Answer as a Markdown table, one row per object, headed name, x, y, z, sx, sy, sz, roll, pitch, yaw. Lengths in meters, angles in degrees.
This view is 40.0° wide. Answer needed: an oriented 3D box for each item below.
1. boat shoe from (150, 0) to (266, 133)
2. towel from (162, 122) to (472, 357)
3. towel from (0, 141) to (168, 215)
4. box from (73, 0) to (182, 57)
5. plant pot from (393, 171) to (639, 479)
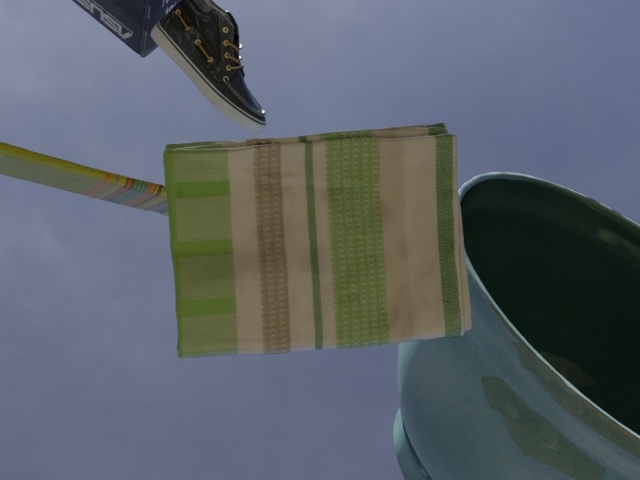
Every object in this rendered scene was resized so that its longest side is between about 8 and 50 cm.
| name | x | y | z | sx | sy | sz | roll | pitch | yaw |
| --- | --- | --- | --- | --- | --- | --- | --- | --- | --- |
| boat shoe | -0.115 | -0.215 | 1.048 | 0.183 | 0.065 | 0.083 | 46 | -74 | 2 |
| towel | 0.000 | 0.000 | 0.447 | 0.152 | 0.023 | 0.113 | -4 | -93 | -9 |
| towel | -0.231 | -0.064 | 0.788 | 0.237 | 0.102 | 0.021 | 14 | -102 | -25 |
| box | -0.321 | -0.454 | 1.068 | 0.395 | 0.318 | 0.097 | 40 | -116 | 3 |
| plant pot | 0.174 | 0.118 | 0.647 | 0.293 | 0.196 | 0.293 | 22 | -148 | -15 |
